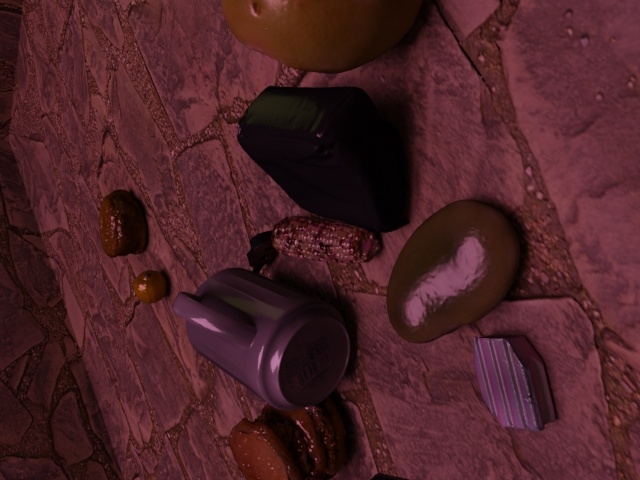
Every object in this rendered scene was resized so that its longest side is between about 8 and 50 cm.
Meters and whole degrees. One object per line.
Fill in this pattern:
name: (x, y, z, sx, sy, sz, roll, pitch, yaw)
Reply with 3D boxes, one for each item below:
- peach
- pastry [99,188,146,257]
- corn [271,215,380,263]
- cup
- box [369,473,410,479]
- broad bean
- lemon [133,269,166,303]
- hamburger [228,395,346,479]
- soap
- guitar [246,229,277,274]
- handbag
peach: (-0.002, -0.430, 0.937, 0.281, 0.314, 0.315, -147, 59, -62)
pastry: (-0.713, -0.057, 2.077, 0.240, 0.132, 0.235, -24, 82, 51)
corn: (0.000, 0.000, 1.212, 0.281, 0.092, 0.092, 8, 106, 50)
cup: (-0.141, 0.194, 1.261, 0.327, 0.323, 0.236, 19, 84, 47)
box: (0.151, 0.538, 1.216, 0.126, 0.031, 0.091, -14, 89, 51)
broad bean: (0.212, 0.050, 0.955, 0.263, 0.121, 0.189, -51, 54, 28)
lemon: (-0.571, 0.154, 1.974, 0.109, 0.109, 0.133, 46, 150, 35)
hamburger: (-0.062, 0.455, 1.320, 0.245, 0.211, 0.260, 37, 130, 35)
soap: (0.297, 0.214, 0.919, 0.100, 0.056, 0.149, -15, 88, 51)
guitar: (-0.157, 0.064, 1.458, 0.038, 0.084, 0.271, 64, 148, 26)
handbag: (0.027, -0.163, 1.094, 0.302, 0.275, 0.177, 17, 69, 51)
